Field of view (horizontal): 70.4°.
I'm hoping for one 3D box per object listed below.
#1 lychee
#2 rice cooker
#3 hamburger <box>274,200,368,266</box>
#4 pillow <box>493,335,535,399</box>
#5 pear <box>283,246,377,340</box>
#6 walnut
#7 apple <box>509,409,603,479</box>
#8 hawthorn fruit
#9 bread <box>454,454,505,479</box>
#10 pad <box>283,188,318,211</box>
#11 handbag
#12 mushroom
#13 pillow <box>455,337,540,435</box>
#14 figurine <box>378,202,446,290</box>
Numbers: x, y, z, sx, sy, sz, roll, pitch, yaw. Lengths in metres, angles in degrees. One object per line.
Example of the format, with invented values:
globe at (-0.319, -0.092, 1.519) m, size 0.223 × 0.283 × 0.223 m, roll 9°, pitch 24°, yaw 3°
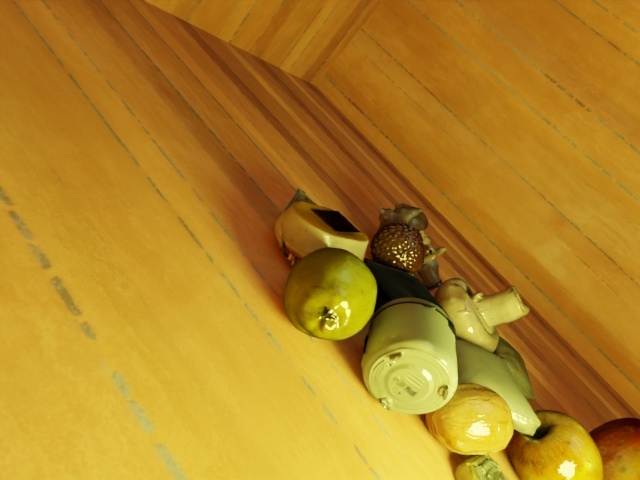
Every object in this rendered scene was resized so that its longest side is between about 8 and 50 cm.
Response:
lychee at (0.294, 0.034, 1.650) m, size 0.238 × 0.200 × 0.200 m, roll 2°, pitch 37°, yaw -16°
rice cooker at (0.210, 0.265, 1.067) m, size 0.226 × 0.226 × 0.244 m, roll 38°, pitch 27°, yaw -10°
hamburger at (0.000, 0.000, 1.292) m, size 0.295 × 0.151 × 0.227 m, roll 10°, pitch 32°, yaw -41°
pillow at (0.730, 0.473, 1.742) m, size 0.185 × 0.075 × 0.302 m, roll 45°, pitch 20°, yaw 0°
pear at (0.026, 0.120, 1.038) m, size 0.212 × 0.212 × 0.269 m, roll 41°, pitch 17°, yaw -4°
walnut at (0.351, 0.417, 1.065) m, size 0.197 × 0.165 × 0.165 m, roll 1°, pitch 34°, yaw -8°
apple at (0.618, 0.578, 1.196) m, size 0.207 × 0.237 × 0.237 m, roll 56°, pitch 20°, yaw -10°
hawthorn fruit at (0.890, 0.665, 1.230) m, size 0.403 × 0.403 × 0.403 m, roll 35°, pitch 23°, yaw -18°
bread at (0.373, 0.546, 1.028) m, size 0.156 × 0.064 × 0.117 m, roll 3°, pitch 46°, yaw -56°
pad at (-0.038, -0.095, 1.575) m, size 0.159 × 0.009 × 0.265 m, roll 40°, pitch 23°, yaw -9°
handbag at (0.256, 0.198, 1.397) m, size 0.326 × 0.118 × 0.269 m, roll 16°, pitch 27°, yaw -46°
mushroom at (0.543, 0.240, 1.556) m, size 0.292 × 0.290 × 0.292 m, roll 45°, pitch 24°, yaw -26°
pillow at (0.460, 0.401, 1.303) m, size 0.255 × 0.119 × 0.322 m, roll 23°, pitch 15°, yaw 1°
figurine at (0.374, 0.021, 1.835) m, size 0.248 × 0.203 × 0.380 m, roll -21°, pitch 79°, yaw -50°
